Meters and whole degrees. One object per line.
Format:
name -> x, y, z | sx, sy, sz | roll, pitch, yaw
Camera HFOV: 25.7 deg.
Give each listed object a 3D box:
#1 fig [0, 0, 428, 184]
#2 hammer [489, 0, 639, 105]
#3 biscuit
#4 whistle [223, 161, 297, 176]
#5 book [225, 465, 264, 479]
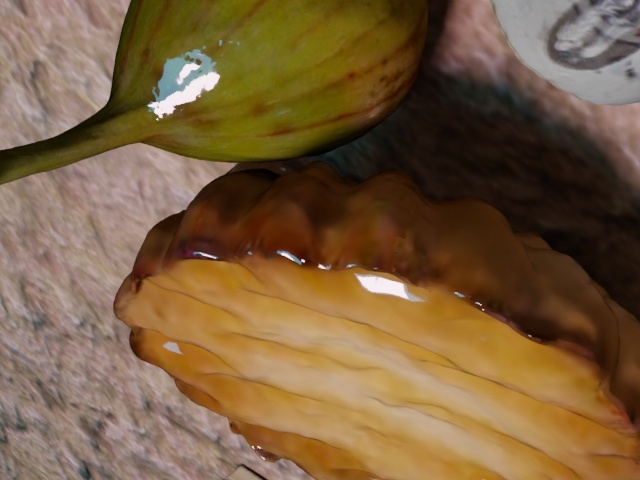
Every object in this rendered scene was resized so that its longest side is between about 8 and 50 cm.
fig -> -0.058, -0.074, 0.701 | 0.151, 0.259, 0.151 | 35, 154, 20
hammer -> 0.213, -0.061, 0.534 | 0.305, 0.113, 0.202 | 46, 151, -3
biscuit -> 0.046, 0.063, 0.794 | 0.325, 0.107, 0.326 | 17, 154, 9
whistle -> 0.000, 0.000, 0.895 | 0.220, 0.057, 0.107 | 5, 132, 45
book -> 0.031, 0.326, 1.224 | 0.264, 0.027, 0.202 | 27, 140, 34
